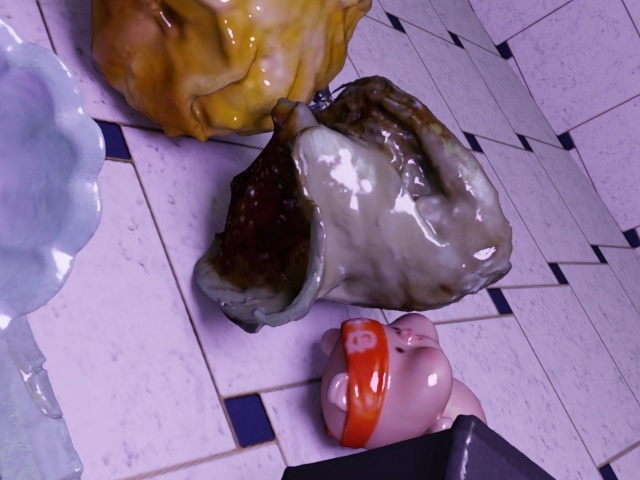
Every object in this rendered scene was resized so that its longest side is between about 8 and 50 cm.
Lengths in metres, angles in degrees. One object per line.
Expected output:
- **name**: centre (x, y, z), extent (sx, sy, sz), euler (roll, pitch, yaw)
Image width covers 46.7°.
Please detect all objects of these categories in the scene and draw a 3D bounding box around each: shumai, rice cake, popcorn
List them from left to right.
- **rice cake**: centre (-0.237, 0.088, 0.532), extent (0.066, 0.063, 0.336), euler (-9, 66, -46)
- **popcorn**: centre (-0.127, -0.292, 0.843), extent (0.381, 0.349, 0.349), euler (23, 19, 29)
- **shumai**: centre (0.000, 0.000, 0.803), extent (0.288, 0.330, 0.292), euler (-40, 98, -19)

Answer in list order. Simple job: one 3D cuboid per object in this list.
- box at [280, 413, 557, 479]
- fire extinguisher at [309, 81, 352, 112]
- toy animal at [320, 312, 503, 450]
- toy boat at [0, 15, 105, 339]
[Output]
- **box**: centre (0.073, 0.336, 0.471), extent (0.251, 0.204, 0.345), euler (38, 50, -20)
- **fire extinguisher**: centre (0.098, -0.110, 1.095), extent (0.337, 0.114, 0.135), euler (48, 53, -6)
- **toy animal**: centre (0.082, 0.166, 0.777), extent (0.198, 0.171, 0.171), euler (46, 32, -17)
- **toy boat**: centre (-0.270, -0.010, 0.453), extent (0.290, 0.100, 0.199), euler (-47, 111, -15)
